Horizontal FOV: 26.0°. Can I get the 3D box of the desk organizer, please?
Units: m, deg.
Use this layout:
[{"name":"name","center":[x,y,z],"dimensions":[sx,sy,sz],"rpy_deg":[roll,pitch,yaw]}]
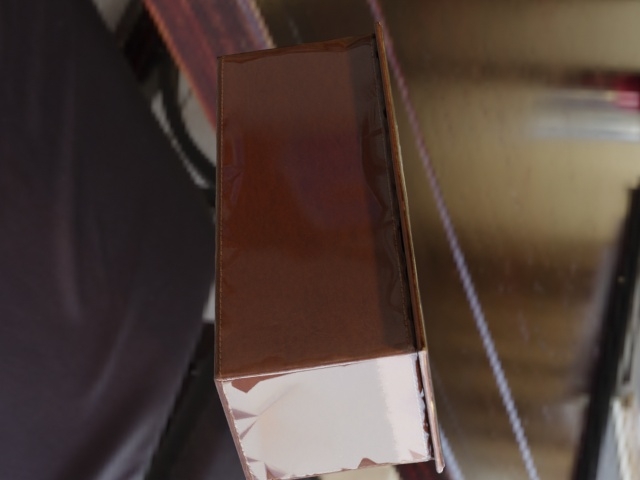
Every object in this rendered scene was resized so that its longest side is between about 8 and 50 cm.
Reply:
[{"name":"desk organizer","center":[0.000,0.000,0.378],"dimensions":[0.130,0.050,0.047],"rpy_deg":[-94,174,-46]}]
